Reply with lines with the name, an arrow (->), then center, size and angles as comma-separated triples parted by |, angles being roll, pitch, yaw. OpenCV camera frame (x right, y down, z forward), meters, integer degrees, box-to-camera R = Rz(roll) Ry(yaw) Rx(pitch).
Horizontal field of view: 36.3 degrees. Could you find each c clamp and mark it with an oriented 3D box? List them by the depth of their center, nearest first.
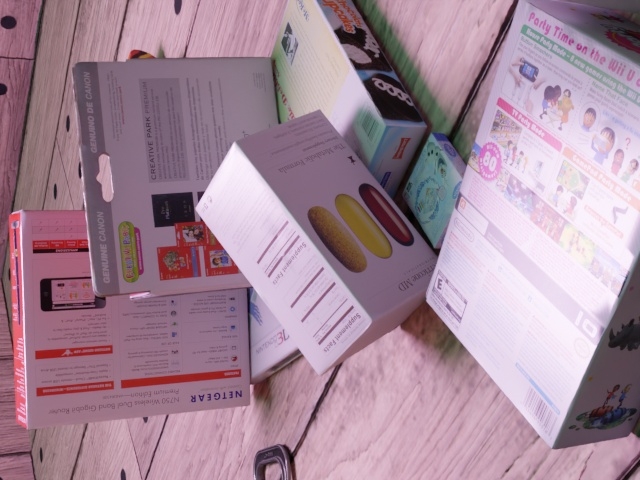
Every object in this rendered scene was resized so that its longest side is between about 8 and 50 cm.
c clamp -> -0.073, 0.377, 1.465 | 0.160, 0.022, 0.137 | 134, 134, -56

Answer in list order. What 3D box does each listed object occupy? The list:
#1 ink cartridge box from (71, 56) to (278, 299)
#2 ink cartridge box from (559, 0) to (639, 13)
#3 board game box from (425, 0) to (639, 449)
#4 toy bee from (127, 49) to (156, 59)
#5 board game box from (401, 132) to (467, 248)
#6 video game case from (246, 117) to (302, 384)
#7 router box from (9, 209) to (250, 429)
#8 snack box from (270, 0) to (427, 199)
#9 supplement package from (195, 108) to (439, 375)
ink cartridge box -> -0.195, -0.082, 1.315 | 0.130, 0.272, 0.309 | 165, 100, -66
ink cartridge box -> 0.171, -0.342, 0.777 | 0.270, 0.198, 0.197 | 65, 143, 41
board game box -> 0.213, -0.018, 0.811 | 0.224, 0.098, 0.303 | 52, 137, 49
toy bee -> -0.332, -0.229, 1.860 | 0.195, 0.162, 0.298 | 133, 156, -64
board game box -> 0.129, -0.054, 1.059 | 0.090, 0.020, 0.090 | 65, 144, 41
video game case -> -0.074, 0.018, 1.443 | 0.300, 0.036, 0.329 | -41, 54, 56
router box -> -0.274, 0.105, 1.427 | 0.082, 0.336, 0.301 | -3, 87, 62
snack box -> 0.018, -0.176, 1.230 | 0.187, 0.060, 0.322 | 113, 145, -41
supplement package -> 0.000, 0.000, 1.090 | 0.244, 0.139, 0.134 | 52, 139, 13
